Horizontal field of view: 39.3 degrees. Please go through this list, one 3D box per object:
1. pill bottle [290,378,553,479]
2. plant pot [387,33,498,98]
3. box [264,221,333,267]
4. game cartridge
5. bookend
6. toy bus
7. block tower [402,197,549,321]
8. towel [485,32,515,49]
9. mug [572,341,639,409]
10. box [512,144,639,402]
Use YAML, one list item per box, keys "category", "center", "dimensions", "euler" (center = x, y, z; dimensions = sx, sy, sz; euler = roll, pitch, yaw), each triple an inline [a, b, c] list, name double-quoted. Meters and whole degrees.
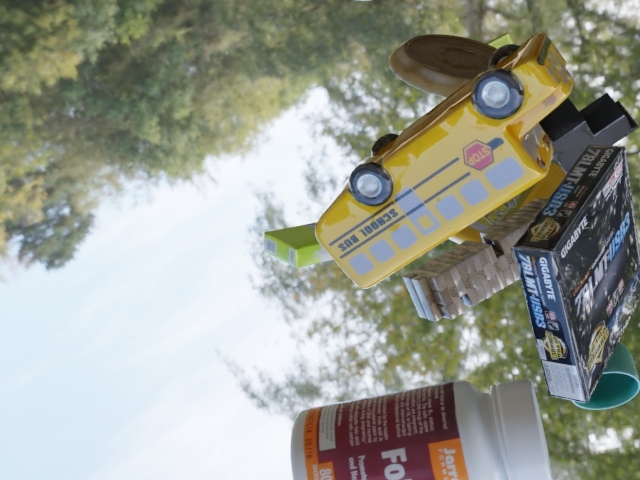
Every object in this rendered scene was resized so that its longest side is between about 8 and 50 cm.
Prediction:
- category: "pill bottle"
  center: [0.167, 0.352, 1.457]
  dimensions: [0.391, 0.224, 0.224]
  euler: [-13, -157, 13]
- category: "plant pot"
  center: [0.231, -0.295, 1.497]
  dimensions: [0.236, 0.032, 0.236]
  euler: [7, -147, -4]
- category: "box"
  center: [0.000, 0.000, 1.619]
  dimensions: [0.178, 0.043, 0.109]
  euler: [-13, -158, -33]
- category: "game cartridge"
  center: [0.443, -0.098, 2.212]
  dimensions: [0.323, 0.053, 0.285]
  euler: [27, -106, 40]
- category: "bookend"
  center: [0.477, -0.215, 1.628]
  dimensions: [0.156, 0.157, 0.072]
  euler: [-35, -122, 15]
- category: "toy bus"
  center: [0.141, -0.084, 1.009]
  dimensions: [0.332, 0.130, 0.108]
  euler: [-35, -169, 32]
- category: "block tower"
  center: [0.324, 0.034, 1.681]
  dimensions: [0.335, 0.097, 0.091]
  euler: [-30, -163, -19]
- category: "towel"
  center: [0.469, -0.389, 2.198]
  dimensions: [0.102, 0.237, 0.021]
  euler: [-25, -155, 23]
- category: "mug"
  center: [0.521, 0.233, 1.669]
  dimensions: [0.129, 0.158, 0.097]
  euler: [-2, -132, 1]
- category: "box"
  center: [0.417, 0.048, 1.406]
  dimensions: [0.073, 0.293, 0.295]
  euler: [7, -141, 37]
